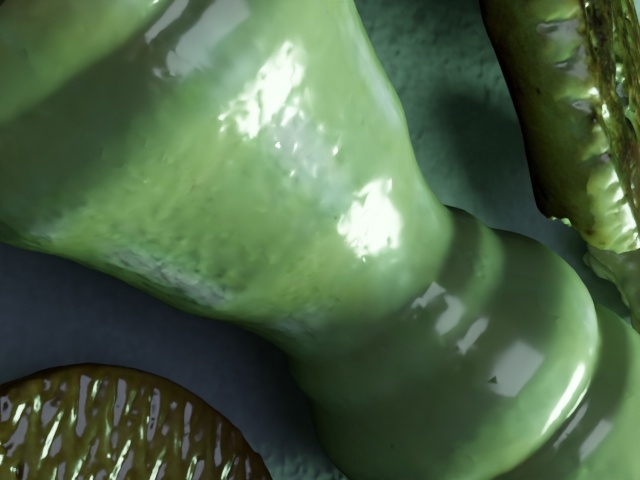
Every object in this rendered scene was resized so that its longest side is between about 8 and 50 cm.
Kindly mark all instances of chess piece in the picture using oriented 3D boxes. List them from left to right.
[{"bbox_3d":[0.000,0.000,0.717,0.442,0.234,0.234,44,67,-25],"label":"chess piece"}]

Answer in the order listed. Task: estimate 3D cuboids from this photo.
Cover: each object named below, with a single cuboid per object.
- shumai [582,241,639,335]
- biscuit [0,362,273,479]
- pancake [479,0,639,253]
[{"bbox_3d":[0.232,0.014,0.903,0.116,0.145,0.145,40,67,-1],"label":"shumai"},{"bbox_3d":[-0.121,0.192,0.686,0.262,0.037,0.262,3,86,-38],"label":"biscuit"},{"bbox_3d":[0.134,-0.215,0.813,0.305,0.066,0.427,-31,109,-69],"label":"pancake"}]
